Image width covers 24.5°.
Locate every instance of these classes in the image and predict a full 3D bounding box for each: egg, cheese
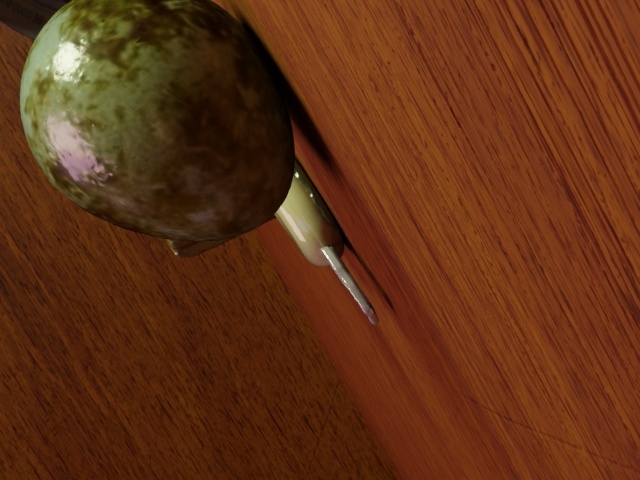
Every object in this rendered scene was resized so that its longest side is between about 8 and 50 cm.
[{"bbox_3d":[-0.152,-0.120,1.429,0.289,0.238,0.238,34,173,5],"label":"egg"},{"bbox_3d":[0.000,0.000,1.679,0.251,0.054,0.127,56,177,35],"label":"cheese"}]

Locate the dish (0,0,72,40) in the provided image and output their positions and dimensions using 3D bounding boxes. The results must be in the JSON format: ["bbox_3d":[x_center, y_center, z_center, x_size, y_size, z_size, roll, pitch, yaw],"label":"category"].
[{"bbox_3d":[-0.302,-0.356,1.927,0.273,0.273,0.134,70,-151,-67],"label":"dish"}]

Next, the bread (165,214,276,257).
[{"bbox_3d":[-0.155,-0.105,1.874,0.234,0.184,0.110,57,169,32],"label":"bread"}]
